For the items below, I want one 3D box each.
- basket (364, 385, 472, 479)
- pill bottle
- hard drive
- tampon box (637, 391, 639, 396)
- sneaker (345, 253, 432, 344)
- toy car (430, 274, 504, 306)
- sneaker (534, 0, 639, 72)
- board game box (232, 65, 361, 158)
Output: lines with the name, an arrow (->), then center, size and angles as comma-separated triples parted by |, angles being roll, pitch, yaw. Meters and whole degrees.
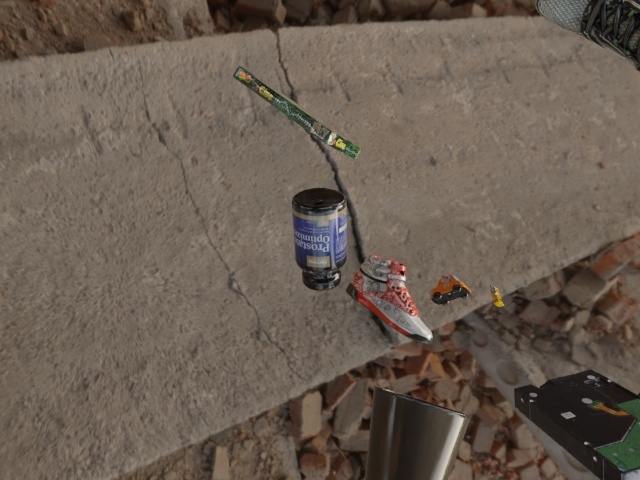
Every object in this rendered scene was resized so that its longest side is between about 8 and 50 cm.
basket -> 0.169, 0.423, 0.897 | 0.204, 0.154, 0.226 | 20, 76, -8
pill bottle -> 0.000, 0.000, 1.062 | 0.123, 0.123, 0.219 | -16, 121, -24
hard drive -> 0.639, 0.412, 1.041 | 0.237, 0.339, 0.064 | -10, 101, -11
tampon box -> 0.965, 0.523, 1.314 | 0.120, 0.161, 0.101 | -48, 137, -3
sneaker -> 0.199, 0.139, 1.195 | 0.090, 0.270, 0.145 | 22, 100, -57
toy car -> 0.226, 0.082, 0.726 | 0.122, 0.060, 0.040 | 18, 49, -32
sneaker -> 0.453, -0.292, 0.618 | 0.344, 0.134, 0.146 | 29, 69, 20
board game box -> -0.045, -0.251, 0.912 | 0.260, 0.136, 0.030 | 40, 107, 23
